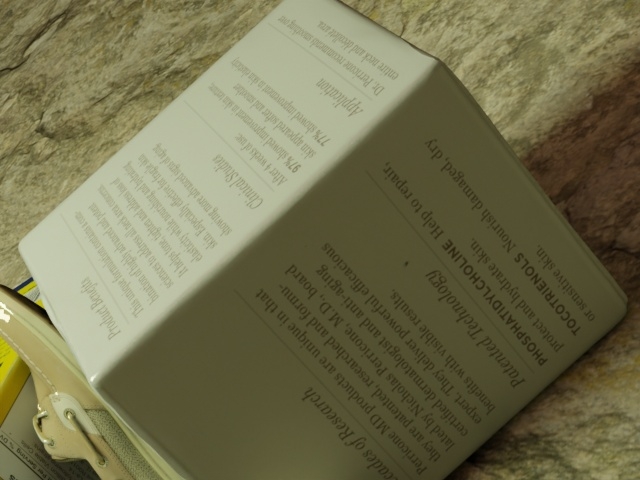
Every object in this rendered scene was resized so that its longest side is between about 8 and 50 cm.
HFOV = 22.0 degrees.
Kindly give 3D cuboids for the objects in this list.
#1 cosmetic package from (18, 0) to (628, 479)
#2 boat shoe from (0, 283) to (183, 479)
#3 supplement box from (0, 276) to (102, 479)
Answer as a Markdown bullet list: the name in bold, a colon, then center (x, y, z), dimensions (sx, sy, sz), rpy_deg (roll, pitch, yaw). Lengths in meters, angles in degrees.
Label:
- **cosmetic package**: center (-0.009, 0.032, 1.525), dimensions (0.394, 0.327, 0.329), rpy_deg (-42, 30, -1)
- **boat shoe**: center (-0.222, 0.170, 1.547), dimensions (0.098, 0.302, 0.109), rpy_deg (-43, 6, -3)
- **supplement box**: center (-0.297, 0.206, 1.704), dimensions (0.195, 0.194, 0.356), rpy_deg (-31, 22, 33)
